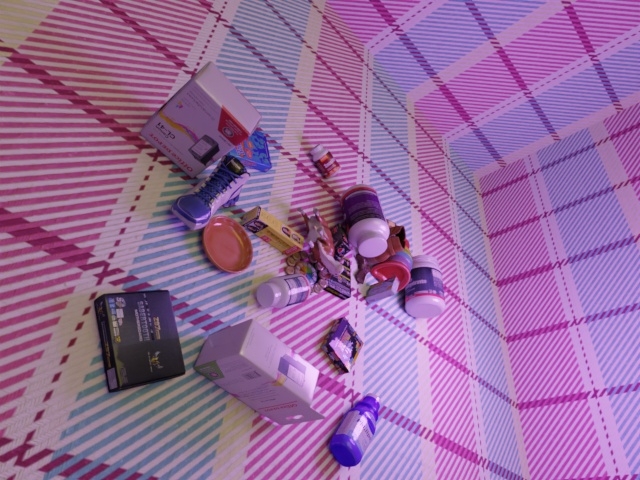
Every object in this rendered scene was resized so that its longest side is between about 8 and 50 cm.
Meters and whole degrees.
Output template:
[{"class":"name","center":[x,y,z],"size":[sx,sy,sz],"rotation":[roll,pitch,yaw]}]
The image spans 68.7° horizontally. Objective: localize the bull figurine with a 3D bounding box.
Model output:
[{"class":"bull figurine","center":[0.000,0.000,1.798],"size":[0.188,0.101,0.310],"rotation":[61,5,-45]}]

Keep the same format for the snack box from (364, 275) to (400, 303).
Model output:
[{"class":"snack box","center":[0.271,0.217,2.049],"size":[0.037,0.141,0.100],"rotation":[53,36,-17]}]

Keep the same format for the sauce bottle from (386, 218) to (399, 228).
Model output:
[{"class":"sauce bottle","center":[0.372,-0.080,2.458],"size":[0.128,0.042,0.042],"rotation":[18,55,-43]}]

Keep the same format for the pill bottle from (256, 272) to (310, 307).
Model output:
[{"class":"pill bottle","center":[-0.127,0.173,1.595],"size":[0.180,0.108,0.107],"rotation":[-6,73,-53]}]

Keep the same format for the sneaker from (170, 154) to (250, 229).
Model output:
[{"class":"sneaker","center":[-0.328,-0.176,1.476],"size":[0.127,0.182,0.315],"rotation":[39,34,1]}]

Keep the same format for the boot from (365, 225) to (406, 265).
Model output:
[{"class":"boot","center":[0.281,-0.034,2.154],"size":[0.109,0.220,0.283],"rotation":[35,44,-34]}]

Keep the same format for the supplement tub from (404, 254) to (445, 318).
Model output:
[{"class":"supplement tub","center":[0.507,0.227,2.303],"size":[0.191,0.191,0.272],"rotation":[35,44,-35]}]

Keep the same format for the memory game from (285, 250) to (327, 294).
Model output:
[{"class":"memory game","center":[-0.052,0.120,1.770],"size":[0.186,0.012,0.186],"rotation":[19,53,-27]}]

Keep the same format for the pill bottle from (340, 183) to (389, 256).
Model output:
[{"class":"pill bottle","center":[0.197,-0.086,2.068],"size":[0.181,0.181,0.322],"rotation":[32,33,-37]}]

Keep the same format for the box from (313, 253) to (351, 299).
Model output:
[{"class":"box","center":[0.049,0.126,1.909],"size":[0.191,0.045,0.184],"rotation":[30,44,-37]}]

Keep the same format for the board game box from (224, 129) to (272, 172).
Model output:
[{"class":"board game box","center":[-0.287,-0.359,1.785],"size":[0.210,0.047,0.160],"rotation":[9,62,-49]}]

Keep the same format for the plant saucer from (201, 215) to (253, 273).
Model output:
[{"class":"plant saucer","center":[-0.307,0.017,1.527],"size":[0.200,0.037,0.199],"rotation":[31,45,-38]}]

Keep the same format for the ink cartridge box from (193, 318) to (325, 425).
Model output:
[{"class":"ink cartridge box","center":[-0.152,0.387,1.337],"size":[0.353,0.207,0.119],"rotation":[45,40,-26]}]

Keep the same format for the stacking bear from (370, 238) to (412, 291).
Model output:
[{"class":"stacking bear","center":[0.363,0.083,2.253],"size":[0.175,0.164,0.289],"rotation":[49,33,-20]}]

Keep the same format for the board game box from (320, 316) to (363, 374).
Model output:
[{"class":"board game box","center":[0.085,0.396,1.777],"size":[0.141,0.048,0.170],"rotation":[56,35,-13]}]

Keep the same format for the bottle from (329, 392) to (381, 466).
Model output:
[{"class":"bottle","center":[0.135,0.649,1.638],"size":[0.118,0.092,0.283],"rotation":[59,35,-5]}]

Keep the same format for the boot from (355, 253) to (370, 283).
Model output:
[{"class":"boot","center":[0.174,0.127,2.080],"size":[0.106,0.037,0.114],"rotation":[52,41,-12]}]

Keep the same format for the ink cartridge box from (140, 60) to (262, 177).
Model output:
[{"class":"ink cartridge box","center":[-0.370,-0.362,1.453],"size":[0.226,0.306,0.131],"rotation":[43,40,-26]}]

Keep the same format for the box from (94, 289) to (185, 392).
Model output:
[{"class":"box","center":[-0.450,0.244,1.176],"size":[0.183,0.059,0.232],"rotation":[4,66,-52]}]

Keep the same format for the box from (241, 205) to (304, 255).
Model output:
[{"class":"box","center":[-0.170,-0.031,1.693],"size":[0.232,0.087,0.058],"rotation":[37,44,-35]}]

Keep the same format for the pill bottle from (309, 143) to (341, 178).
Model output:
[{"class":"pill bottle","center":[0.020,-0.366,2.151],"size":[0.152,0.086,0.086],"rotation":[51,37,-16]}]

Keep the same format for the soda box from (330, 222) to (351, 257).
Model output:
[{"class":"soda box","center":[0.080,-0.001,1.974],"size":[0.053,0.060,0.169],"rotation":[44,19,-26]}]
